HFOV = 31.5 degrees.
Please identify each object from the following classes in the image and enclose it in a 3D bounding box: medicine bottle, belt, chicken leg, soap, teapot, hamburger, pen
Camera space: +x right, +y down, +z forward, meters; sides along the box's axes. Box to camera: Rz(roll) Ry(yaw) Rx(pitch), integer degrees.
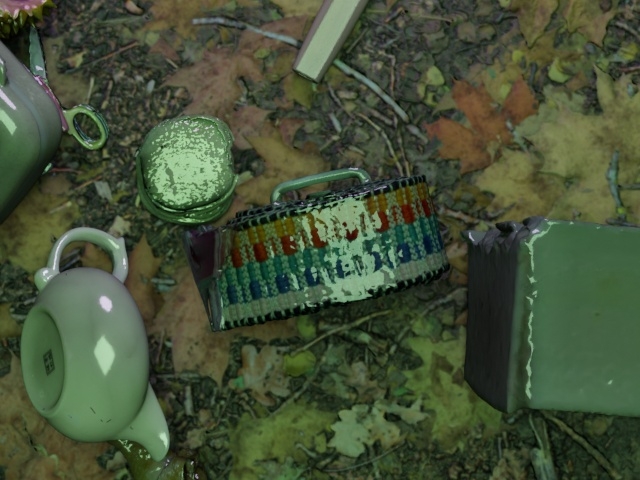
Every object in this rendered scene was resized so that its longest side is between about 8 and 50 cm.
[{"bbox_3d":[-0.495,-0.184,1.369,0.375,0.123,0.282,46,120,0],"label":"medicine bottle"},{"bbox_3d":[0.000,0.000,1.391,0.295,0.207,0.161,-13,92,11],"label":"belt"},{"bbox_3d":[-0.203,0.294,1.426,0.125,0.080,0.196,-24,87,8],"label":"chicken leg"},{"bbox_3d":[0.398,0.099,1.333,0.435,0.350,0.213,4,86,-5],"label":"soap"},{"bbox_3d":[-0.274,0.120,1.382,0.165,0.208,0.300,3,66,-23],"label":"teapot"},{"bbox_3d":[-0.171,-0.091,1.455,0.133,0.062,0.140,5,84,-4],"label":"hamburger"},{"bbox_3d":[0.026,-0.301,1.492,0.053,0.032,0.197,30,88,0],"label":"pen"}]

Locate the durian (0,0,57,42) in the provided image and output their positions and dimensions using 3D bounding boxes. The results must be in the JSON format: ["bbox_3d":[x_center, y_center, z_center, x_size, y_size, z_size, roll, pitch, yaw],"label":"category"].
[{"bbox_3d":[-0.442,-0.358,1.427,0.186,0.154,0.260,-27,86,-25],"label":"durian"}]

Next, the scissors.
[{"bbox_3d":[-0.361,-0.189,1.461,0.133,0.020,0.187,-21,84,-22],"label":"scissors"}]

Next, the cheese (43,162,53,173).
[{"bbox_3d":[-0.402,-0.127,1.462,0.067,0.026,0.121,-34,89,-4],"label":"cheese"}]
